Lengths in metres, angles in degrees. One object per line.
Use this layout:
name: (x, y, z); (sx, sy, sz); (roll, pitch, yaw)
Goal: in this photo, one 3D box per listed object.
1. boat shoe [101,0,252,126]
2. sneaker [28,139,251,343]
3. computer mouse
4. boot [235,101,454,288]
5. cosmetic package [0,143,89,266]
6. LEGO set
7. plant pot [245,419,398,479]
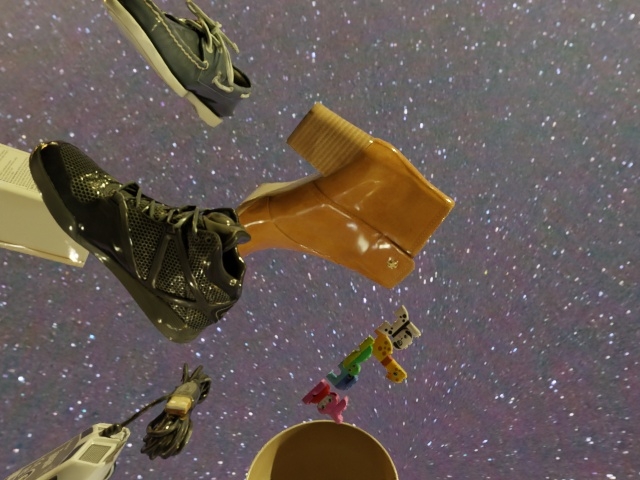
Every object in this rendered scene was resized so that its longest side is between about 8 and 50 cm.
boat shoe: (-0.125, -0.184, 0.501); (0.079, 0.254, 0.095); (-36, -99, 3)
sneaker: (-0.152, -0.020, 0.461); (0.130, 0.087, 0.227); (-36, -78, 15)
computer mouse: (-0.160, 0.157, 0.332); (0.193, 0.106, 0.042); (-31, -82, -7)
boot: (0.001, -0.001, 0.613); (0.211, 0.295, 0.104); (39, -147, -5)
cosmetic package: (-0.532, -0.078, 0.823); (0.113, 0.309, 0.160); (-61, -154, 21)
LEGO set: (0.089, 0.218, 0.829); (0.227, 0.087, 0.093); (-44, -101, 6)
plant pot: (0.006, 0.524, 0.947); (0.284, 0.191, 0.284); (-2, -149, 1)
